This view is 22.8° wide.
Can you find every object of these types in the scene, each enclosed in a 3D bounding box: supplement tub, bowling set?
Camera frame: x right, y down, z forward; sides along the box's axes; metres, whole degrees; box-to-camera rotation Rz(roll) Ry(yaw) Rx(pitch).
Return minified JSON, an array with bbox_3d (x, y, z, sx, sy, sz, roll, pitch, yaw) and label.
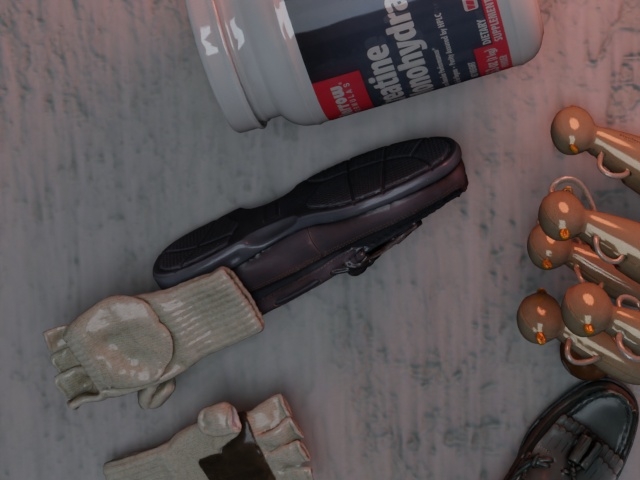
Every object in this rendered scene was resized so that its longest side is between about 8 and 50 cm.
[{"bbox_3d":[0.036,-0.207,1.330,0.272,0.191,0.191,-16,97,7],"label":"supplement tub"},{"bbox_3d":[0.224,0.045,1.360,0.154,0.287,0.200,25,128,-8],"label":"bowling set"}]

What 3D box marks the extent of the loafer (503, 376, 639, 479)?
[{"bbox_3d":[0.200,0.245,1.441,0.096,0.084,0.267,37,100,-1],"label":"loafer"}]

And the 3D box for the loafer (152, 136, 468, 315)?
[{"bbox_3d":[0.000,0.000,1.423,0.302,0.109,0.095,-22,115,14],"label":"loafer"}]

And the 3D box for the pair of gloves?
[{"bbox_3d":[-0.129,0.148,1.434,0.204,0.042,0.240,-15,114,13],"label":"pair of gloves"}]
